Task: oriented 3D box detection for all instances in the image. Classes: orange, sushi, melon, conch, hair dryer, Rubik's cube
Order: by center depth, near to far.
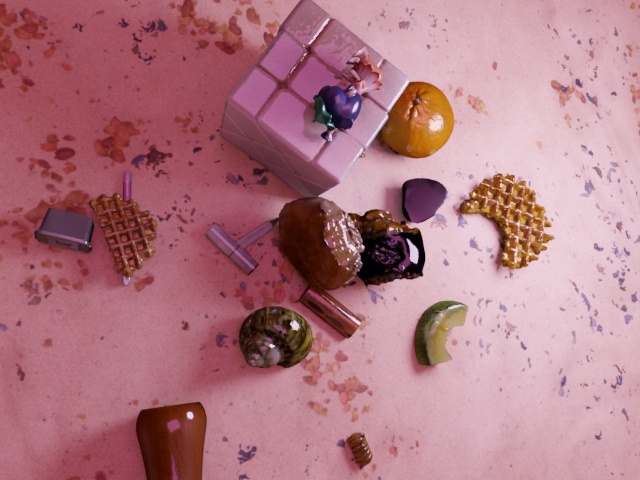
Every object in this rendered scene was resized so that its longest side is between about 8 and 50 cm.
[{"bbox_3d":[-0.107,0.248,1.321,0.181,0.124,0.187,-41,102,-18],"label":"conch"},{"bbox_3d":[-0.029,-0.326,1.335,0.318,0.322,0.316,36,78,-9],"label":"Rubik's cube"},{"bbox_3d":[-0.183,-0.026,1.397,0.155,0.044,0.183,44,64,-8],"label":"hair dryer"},{"bbox_3d":[0.165,0.015,1.423,0.213,0.200,0.204,-7,83,7],"label":"sushi"},{"bbox_3d":[0.336,0.255,1.507,0.117,0.064,0.210,24,75,-19],"label":"melon"},{"bbox_3d":[0.274,-0.345,1.538,0.219,0.193,0.220,0,92,-7],"label":"orange"}]

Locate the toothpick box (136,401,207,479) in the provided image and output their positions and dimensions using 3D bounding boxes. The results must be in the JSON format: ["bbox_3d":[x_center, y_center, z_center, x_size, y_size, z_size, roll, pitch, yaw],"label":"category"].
[{"bbox_3d":[-0.316,0.511,1.170,0.192,0.192,0.295,-3,74,-19],"label":"toothpick box"}]

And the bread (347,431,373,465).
[{"bbox_3d":[0.104,0.538,1.385,0.049,0.033,0.088,-19,87,-15],"label":"bread"}]

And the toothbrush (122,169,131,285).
[{"bbox_3d":[-0.470,-0.032,1.305,0.020,0.025,0.287,0,78,-17],"label":"toothbrush"}]

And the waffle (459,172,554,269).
[{"bbox_3d":[0.582,-0.068,1.653,0.259,0.069,0.293,-33,89,-24],"label":"waffle"}]

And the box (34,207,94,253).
[{"bbox_3d":[-0.580,-0.023,1.234,0.122,0.084,0.069,15,68,-17],"label":"box"}]

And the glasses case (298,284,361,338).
[{"bbox_3d":[0.027,0.184,1.424,0.170,0.041,0.065,39,71,-9],"label":"glasses case"}]

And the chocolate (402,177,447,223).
[{"bbox_3d":[0.277,-0.113,1.549,0.125,0.080,0.149,38,77,4],"label":"chocolate"}]

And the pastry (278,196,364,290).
[{"bbox_3d":[0.001,0.005,1.349,0.120,0.235,0.257,-29,94,-30],"label":"pastry"}]

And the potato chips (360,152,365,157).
[{"bbox_3d":[0.061,-0.317,1.536,0.026,0.037,0.204,-36,95,-12],"label":"potato chips"}]

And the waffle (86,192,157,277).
[{"bbox_3d":[-0.472,-0.021,1.265,0.192,0.046,0.161,34,70,-6],"label":"waffle"}]

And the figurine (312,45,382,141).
[{"bbox_3d":[0.059,-0.308,1.135,0.102,0.111,0.195,43,76,-7],"label":"figurine"}]
